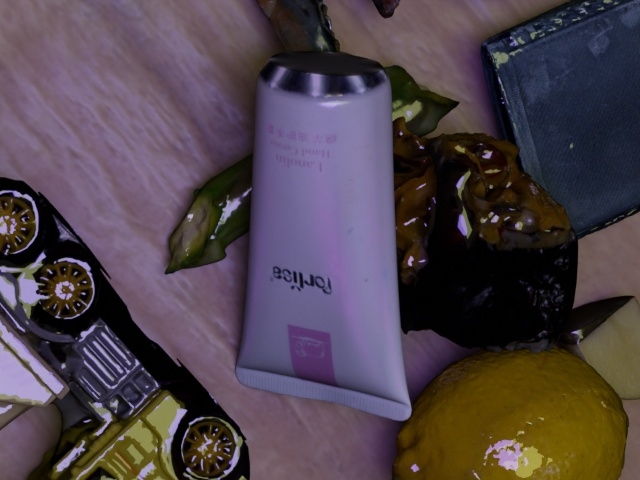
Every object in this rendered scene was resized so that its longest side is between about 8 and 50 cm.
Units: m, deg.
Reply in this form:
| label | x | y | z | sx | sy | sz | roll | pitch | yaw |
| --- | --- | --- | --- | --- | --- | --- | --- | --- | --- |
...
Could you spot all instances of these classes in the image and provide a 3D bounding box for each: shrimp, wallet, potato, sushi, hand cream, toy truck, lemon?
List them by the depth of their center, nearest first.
| label | x | y | z | sx | sy | sz | roll | pitch | yaw |
| --- | --- | --- | --- | --- | --- | --- | --- | --- | --- |
| toy truck | -0.261 | 0.134 | 1.502 | 0.254 | 0.181 | 0.405 | -44 | 103 | -13 |
| hand cream | 0.000 | 0.000 | 1.539 | 0.186 | 0.118 | 0.358 | 9 | 117 | 18 |
| sushi | 0.143 | -0.008 | 1.588 | 0.213 | 0.200 | 0.204 | -9 | 115 | -52 |
| shrimp | 0.015 | -0.226 | 1.606 | 0.144 | 0.052 | 0.251 | -19 | 82 | -10 |
| lemon | 0.187 | 0.204 | 1.634 | 0.260 | 0.204 | 0.204 | -18 | 98 | -21 |
| wallet | 0.336 | -0.157 | 1.730 | 0.342 | 0.075 | 0.237 | -24 | 106 | -17 |
| potato | 0.296 | 0.120 | 1.731 | 0.096 | 0.066 | 0.103 | -26 | 99 | -25 |

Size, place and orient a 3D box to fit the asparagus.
| label | x | y | z | sx | sy | sz | roll | pitch | yaw |
| --- | --- | --- | --- | --- | --- | --- | --- | --- | --- |
| asparagus | -0.017 | -0.077 | 1.622 | 0.343 | 0.082 | 0.085 | -30 | 137 | -13 |
